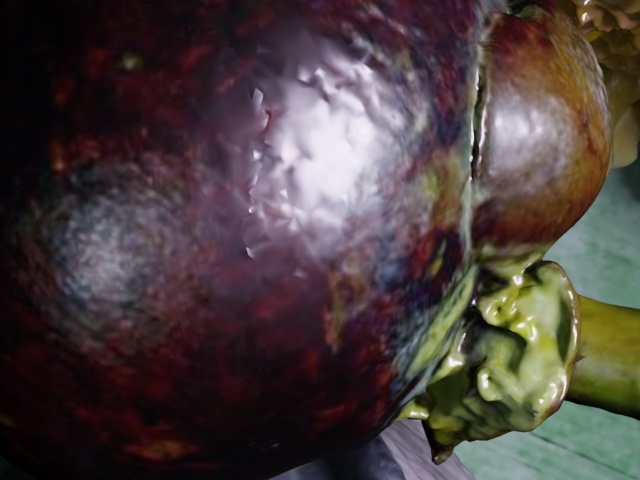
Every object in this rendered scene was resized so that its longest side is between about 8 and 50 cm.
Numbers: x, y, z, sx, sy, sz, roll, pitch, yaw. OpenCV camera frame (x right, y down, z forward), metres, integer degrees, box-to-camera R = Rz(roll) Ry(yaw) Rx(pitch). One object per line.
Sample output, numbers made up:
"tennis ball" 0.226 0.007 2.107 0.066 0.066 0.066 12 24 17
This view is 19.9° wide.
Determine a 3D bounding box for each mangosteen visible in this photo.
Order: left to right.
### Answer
"mangosteen" 0.000 0.000 0.600 0.289 0.231 0.231 32 100 8

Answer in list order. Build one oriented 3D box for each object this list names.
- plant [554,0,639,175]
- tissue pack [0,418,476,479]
"plant" 0.103 -0.128 0.761 0.261 0.297 0.306 -24 156 22
"tissue pack" -0.100 0.212 0.743 0.394 0.288 0.124 -45 120 4
